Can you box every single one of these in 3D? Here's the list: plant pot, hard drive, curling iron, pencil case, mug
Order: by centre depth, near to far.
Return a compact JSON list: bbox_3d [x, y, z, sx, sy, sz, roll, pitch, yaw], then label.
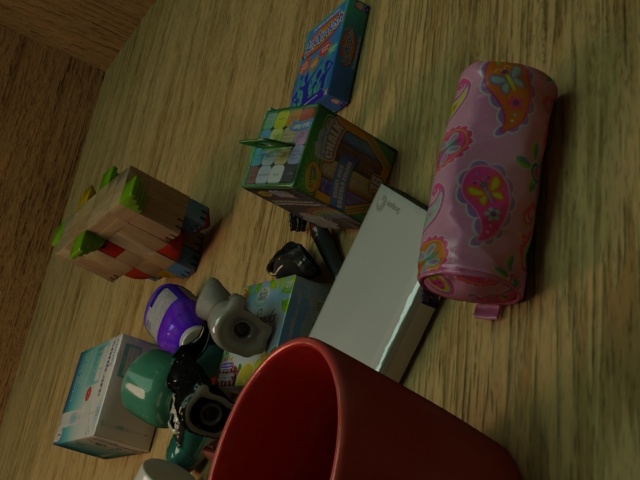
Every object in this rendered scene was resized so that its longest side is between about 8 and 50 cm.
[{"bbox_3d":[0.048,0.258,1.009,0.275,0.243,0.275,-47,30,39],"label":"plant pot"},{"bbox_3d":[0.190,-0.060,1.151,0.124,0.124,0.284,-24,49,59],"label":"pencil case"},{"bbox_3d":[0.061,0.112,1.361,0.353,0.047,0.233,-64,23,7],"label":"hard drive"},{"bbox_3d":[0.000,0.000,1.616,0.274,0.035,0.068,-124,38,-57],"label":"curling iron"},{"bbox_3d":[-0.269,0.275,1.839,0.097,0.158,0.129,19,81,37],"label":"mug"}]

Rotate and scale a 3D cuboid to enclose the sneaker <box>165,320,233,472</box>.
[{"bbox_3d":[-0.215,0.247,1.745,0.302,0.121,0.108,-67,23,3],"label":"sneaker"}]

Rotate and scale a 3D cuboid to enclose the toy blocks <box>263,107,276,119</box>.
[{"bbox_3d":[-0.032,-0.144,1.660,0.054,0.148,0.123,-20,51,60],"label":"toy blocks"}]

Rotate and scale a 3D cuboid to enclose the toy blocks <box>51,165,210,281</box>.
[{"bbox_3d":[-0.373,-0.005,2.174,0.381,0.261,0.190,-31,40,44],"label":"toy blocks"}]

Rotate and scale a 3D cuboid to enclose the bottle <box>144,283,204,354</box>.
[{"bbox_3d":[-0.266,0.165,1.966,0.118,0.092,0.283,-68,23,1],"label":"bottle"}]

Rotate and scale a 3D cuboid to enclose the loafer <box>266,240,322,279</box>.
[{"bbox_3d":[-0.043,0.043,1.598,0.061,0.062,0.170,-37,7,-8],"label":"loafer"}]

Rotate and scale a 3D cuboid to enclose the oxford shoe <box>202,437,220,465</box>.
[{"bbox_3d":[-0.080,0.323,1.393,0.348,0.123,0.130,154,95,-79],"label":"oxford shoe"}]

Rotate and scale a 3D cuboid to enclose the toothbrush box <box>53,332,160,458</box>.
[{"bbox_3d":[-0.435,0.333,2.145,0.295,0.126,0.216,-23,49,57],"label":"toothbrush box"}]

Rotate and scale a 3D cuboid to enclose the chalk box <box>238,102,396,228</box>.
[{"bbox_3d":[-0.019,-0.115,1.496,0.132,0.213,0.132,4,71,50],"label":"chalk box"}]

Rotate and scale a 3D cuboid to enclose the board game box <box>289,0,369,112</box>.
[{"bbox_3d":[0.012,-0.315,1.847,0.160,0.047,0.210,-29,43,56],"label":"board game box"}]

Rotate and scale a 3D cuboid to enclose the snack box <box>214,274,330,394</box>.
[{"bbox_3d":[-0.078,0.153,1.596,0.207,0.070,0.174,-14,58,60],"label":"snack box"}]

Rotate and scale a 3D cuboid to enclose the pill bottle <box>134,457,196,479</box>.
[{"bbox_3d":[-0.296,0.486,1.696,0.229,0.131,0.131,-63,23,9],"label":"pill bottle"}]

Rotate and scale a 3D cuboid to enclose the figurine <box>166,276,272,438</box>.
[{"bbox_3d":[-0.172,0.169,1.583,0.214,0.092,0.209,-69,24,3],"label":"figurine"}]
